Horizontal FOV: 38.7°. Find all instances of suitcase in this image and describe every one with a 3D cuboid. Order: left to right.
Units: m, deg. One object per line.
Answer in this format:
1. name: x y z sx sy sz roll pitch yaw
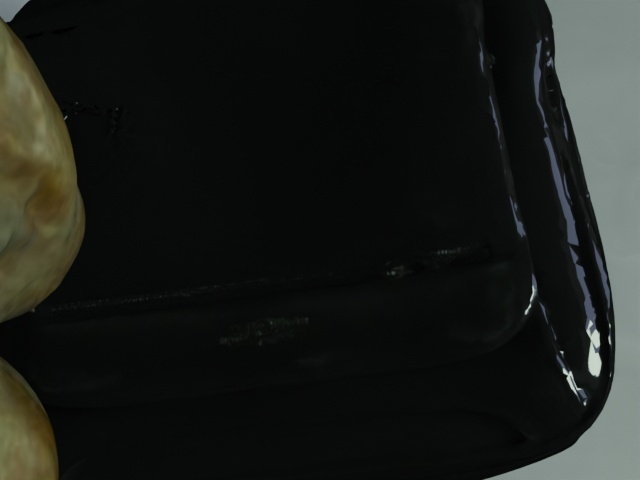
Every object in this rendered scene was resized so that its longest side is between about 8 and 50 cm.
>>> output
1. suitcase: -0.020 0.002 0.542 0.188 0.345 0.339 53 30 -74

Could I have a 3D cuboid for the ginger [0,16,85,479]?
1. ginger: -0.168 0.041 0.291 0.244 0.155 0.304 37 44 -74
